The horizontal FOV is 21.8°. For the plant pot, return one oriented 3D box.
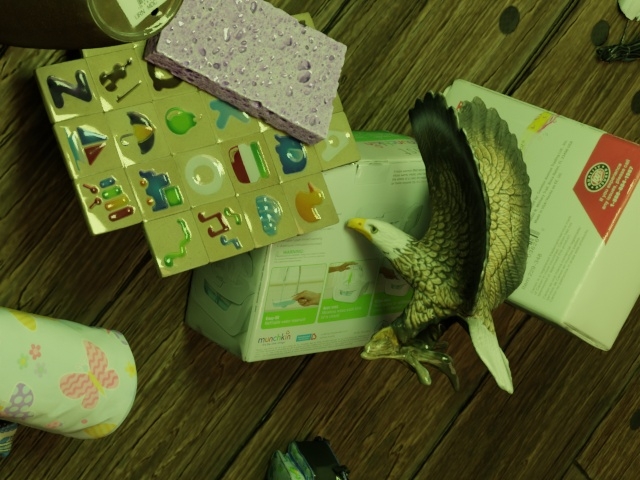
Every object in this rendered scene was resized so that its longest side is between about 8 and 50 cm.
[{"bbox_3d":[-0.225,-0.255,1.472,0.215,0.230,0.215,-21,123,-36],"label":"plant pot"}]

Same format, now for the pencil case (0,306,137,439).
[{"bbox_3d":[-0.311,0.130,1.658,0.273,0.113,0.124,14,89,-47],"label":"pencil case"}]

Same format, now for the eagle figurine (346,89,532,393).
[{"bbox_3d":[0.140,0.001,1.796,0.225,0.226,0.298,22,100,-28],"label":"eagle figurine"}]

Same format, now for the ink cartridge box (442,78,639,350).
[{"bbox_3d":[0.249,-0.035,1.973,0.131,0.306,0.226,28,90,-47],"label":"ink cartridge box"}]

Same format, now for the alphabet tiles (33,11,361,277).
[{"bbox_3d":[-0.115,-0.124,1.684,0.342,0.011,0.285,-18,85,-37],"label":"alphabet tiles"}]

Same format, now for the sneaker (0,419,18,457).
[{"bbox_3d":[-0.368,0.218,1.695,0.135,0.052,0.058,-14,123,-38],"label":"sneaker"}]

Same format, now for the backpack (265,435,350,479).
[{"bbox_3d":[-0.022,0.311,2.033,0.084,0.105,0.114,2,110,-20],"label":"backpack"}]

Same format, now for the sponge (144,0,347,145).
[{"bbox_3d":[-0.074,-0.193,1.707,0.210,0.031,0.117,27,62,-26],"label":"sponge"}]

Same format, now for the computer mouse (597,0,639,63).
[{"bbox_3d":[0.426,-0.325,2.194,0.106,0.042,0.193,-4,112,-41],"label":"computer mouse"}]

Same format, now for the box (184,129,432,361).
[{"bbox_3d":[0.000,0.000,1.883,0.262,0.127,0.231,-6,112,-42],"label":"box"}]
